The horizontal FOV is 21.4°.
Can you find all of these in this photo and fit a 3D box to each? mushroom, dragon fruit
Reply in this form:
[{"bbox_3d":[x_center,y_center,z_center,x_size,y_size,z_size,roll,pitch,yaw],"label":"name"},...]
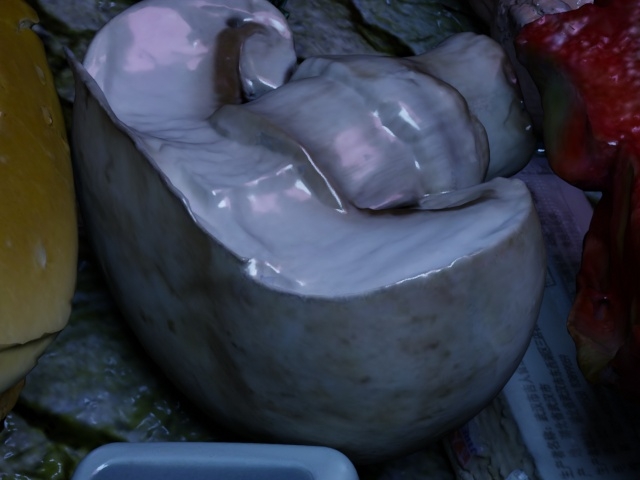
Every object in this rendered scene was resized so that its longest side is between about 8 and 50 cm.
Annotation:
[{"bbox_3d":[0.000,0.000,0.808,0.195,0.189,0.254,-27,53,-32],"label":"mushroom"},{"bbox_3d":[0.172,0.066,0.762,0.228,0.286,0.329,-38,72,-26],"label":"dragon fruit"}]

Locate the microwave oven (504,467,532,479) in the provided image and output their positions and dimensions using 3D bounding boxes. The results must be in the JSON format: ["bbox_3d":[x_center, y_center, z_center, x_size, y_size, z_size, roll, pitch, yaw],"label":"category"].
[{"bbox_3d":[0.111,0.224,0.697,0.208,0.162,0.122,39,43,14],"label":"microwave oven"}]

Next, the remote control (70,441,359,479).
[{"bbox_3d":[-0.075,0.197,0.653,0.140,0.056,0.296,-2,40,19],"label":"remote control"}]

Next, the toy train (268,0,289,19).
[{"bbox_3d":[-0.022,-0.222,1.026,0.105,0.157,0.253,34,43,1],"label":"toy train"}]

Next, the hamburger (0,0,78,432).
[{"bbox_3d":[-0.248,-0.034,0.721,0.284,0.174,0.304,10,49,-30],"label":"hamburger"}]

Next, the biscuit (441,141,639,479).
[{"bbox_3d":[0.120,0.059,0.910,0.186,0.079,0.309,0,51,-33],"label":"biscuit"}]

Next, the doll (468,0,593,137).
[{"bbox_3d":[0.153,-0.195,1.076,0.201,0.156,0.303,31,30,-54],"label":"doll"}]
